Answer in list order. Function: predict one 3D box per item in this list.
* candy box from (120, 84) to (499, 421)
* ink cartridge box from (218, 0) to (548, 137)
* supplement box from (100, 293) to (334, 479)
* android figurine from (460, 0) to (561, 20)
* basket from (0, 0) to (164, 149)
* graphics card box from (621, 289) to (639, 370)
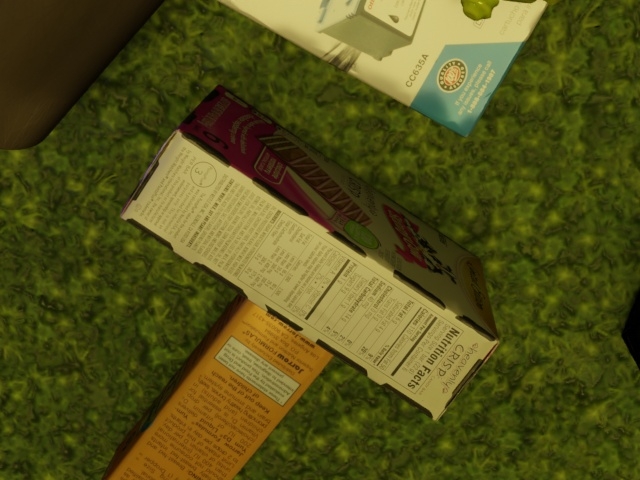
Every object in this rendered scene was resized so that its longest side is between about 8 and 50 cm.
[{"bbox_3d":[0.000,0.000,0.692,0.233,0.159,0.071,34,107,-8],"label":"candy box"},{"bbox_3d":[0.045,-0.175,0.675,0.190,0.082,0.139,27,107,-6],"label":"ink cartridge box"},{"bbox_3d":[-0.071,0.116,0.776,0.080,0.078,0.233,34,106,-7],"label":"supplement box"},{"bbox_3d":[0.127,-0.253,0.603,0.248,0.056,0.273,35,80,-4],"label":"android figurine"},{"bbox_3d":[-0.174,-0.183,0.650,0.204,0.154,0.227,50,115,22],"label":"basket"},{"bbox_3d":[0.423,0.034,0.707,0.371,0.094,0.233,16,108,-2],"label":"graphics card box"}]
